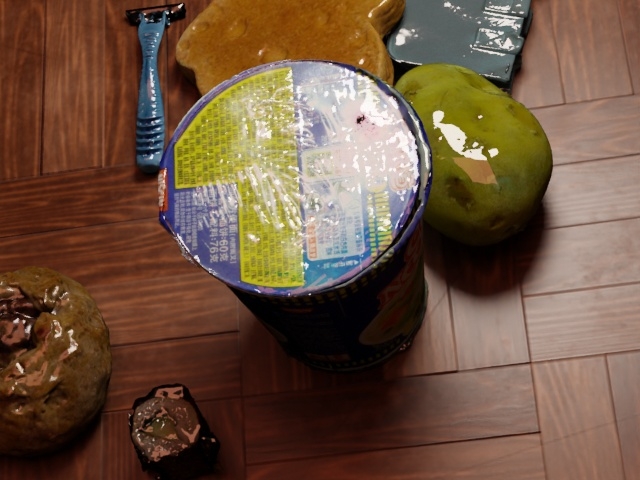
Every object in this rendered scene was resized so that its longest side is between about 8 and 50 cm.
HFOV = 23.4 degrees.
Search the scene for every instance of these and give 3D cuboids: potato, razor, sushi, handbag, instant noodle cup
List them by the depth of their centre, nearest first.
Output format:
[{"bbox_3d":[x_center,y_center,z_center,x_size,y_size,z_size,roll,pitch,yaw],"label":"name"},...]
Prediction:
[{"bbox_3d":[0.000,0.000,1.685,0.284,0.312,0.284,-5,63,9],"label":"instant noodle cup"},{"bbox_3d":[-0.160,0.217,1.733,0.098,0.084,0.094,-12,58,-1],"label":"sushi"},{"bbox_3d":[0.166,-0.102,1.806,0.186,0.149,0.253,-7,52,-15],"label":"potato"},{"bbox_3d":[0.190,-0.292,1.947,0.179,0.062,0.229,9,65,11],"label":"handbag"},{"bbox_3d":[-0.218,-0.201,1.983,0.081,0.042,0.253,-5,63,8],"label":"razor"}]

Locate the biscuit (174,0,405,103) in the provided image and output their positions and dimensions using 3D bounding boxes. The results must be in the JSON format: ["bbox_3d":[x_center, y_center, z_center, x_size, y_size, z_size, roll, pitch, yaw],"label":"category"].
[{"bbox_3d":[-0.020,-0.235,1.916,0.287,0.057,0.344,-40,46,-5],"label":"biscuit"}]

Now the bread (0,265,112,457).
[{"bbox_3d":[-0.354,0.136,1.790,0.230,0.123,0.230,-4,65,9],"label":"bread"}]
